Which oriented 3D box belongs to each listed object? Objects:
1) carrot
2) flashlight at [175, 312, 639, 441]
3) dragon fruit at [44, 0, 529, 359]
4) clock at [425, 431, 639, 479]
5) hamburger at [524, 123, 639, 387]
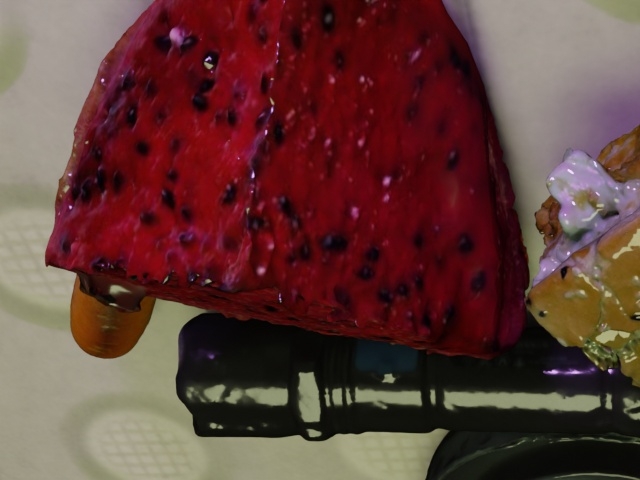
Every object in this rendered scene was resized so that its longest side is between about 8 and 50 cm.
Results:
[{"bbox_3d":[-0.145,0.010,1.091,0.067,0.067,0.225,20,133,-5],"label":"carrot"},{"bbox_3d":[0.099,0.103,1.101,0.423,0.103,0.103,-1,133,13],"label":"flashlight"},{"bbox_3d":[0.000,0.000,0.921,0.330,0.240,0.302,35,129,-28],"label":"dragon fruit"},{"bbox_3d":[0.240,0.245,1.216,0.325,0.067,0.325,7,135,8],"label":"clock"},{"bbox_3d":[0.270,0.018,0.920,0.288,0.168,0.192,32,133,-15],"label":"hamburger"}]
